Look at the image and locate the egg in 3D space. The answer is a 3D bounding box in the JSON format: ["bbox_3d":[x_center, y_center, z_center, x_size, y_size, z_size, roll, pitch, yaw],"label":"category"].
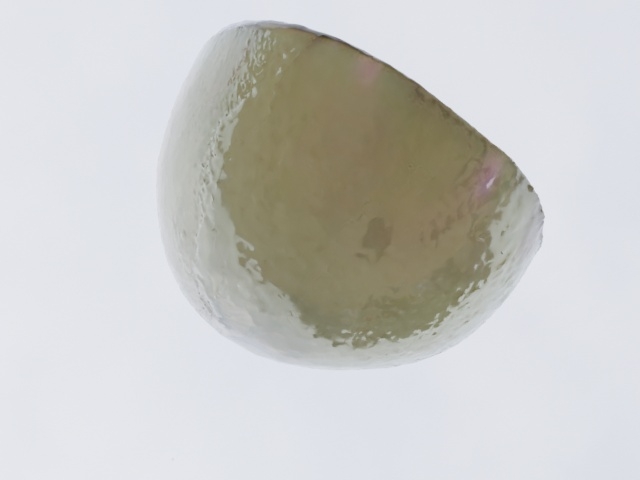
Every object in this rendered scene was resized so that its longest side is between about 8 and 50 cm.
[{"bbox_3d":[0.000,0.000,0.926,0.337,0.337,0.201,30,-103,-1],"label":"egg"}]
